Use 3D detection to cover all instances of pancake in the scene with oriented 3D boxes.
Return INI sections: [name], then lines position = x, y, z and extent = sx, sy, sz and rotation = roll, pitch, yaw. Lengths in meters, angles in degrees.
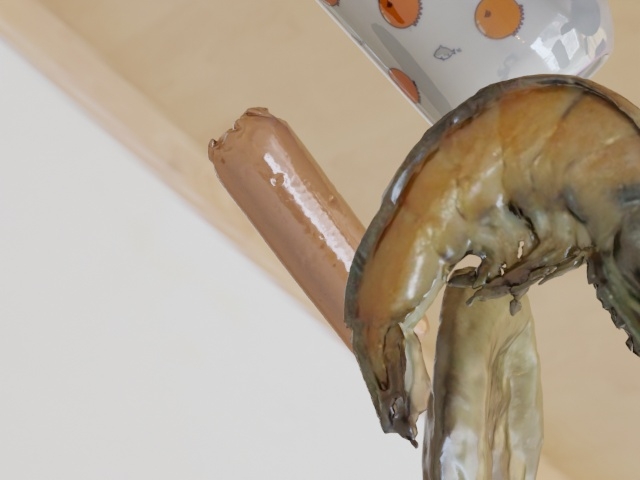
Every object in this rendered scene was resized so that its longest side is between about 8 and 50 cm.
[pancake]
position = 0.104, 0.159, 1.260
extent = 0.049, 0.294, 0.294
rotation = 4, 144, 16

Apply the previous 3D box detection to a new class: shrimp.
[shrimp]
position = 0.132, 0.050, 1.034
extent = 0.290, 0.222, 0.054
rotation = 51, -175, 24

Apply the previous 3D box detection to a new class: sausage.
[sausage]
position = -0.001, 0.000, 1.821
extent = 0.086, 0.086, 0.289
rotation = -9, 123, 54

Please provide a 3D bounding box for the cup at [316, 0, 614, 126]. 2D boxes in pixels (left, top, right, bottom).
[cup]
position = 0.115, -0.246, 1.808
extent = 0.317, 0.212, 0.212
rotation = 50, 155, 8
